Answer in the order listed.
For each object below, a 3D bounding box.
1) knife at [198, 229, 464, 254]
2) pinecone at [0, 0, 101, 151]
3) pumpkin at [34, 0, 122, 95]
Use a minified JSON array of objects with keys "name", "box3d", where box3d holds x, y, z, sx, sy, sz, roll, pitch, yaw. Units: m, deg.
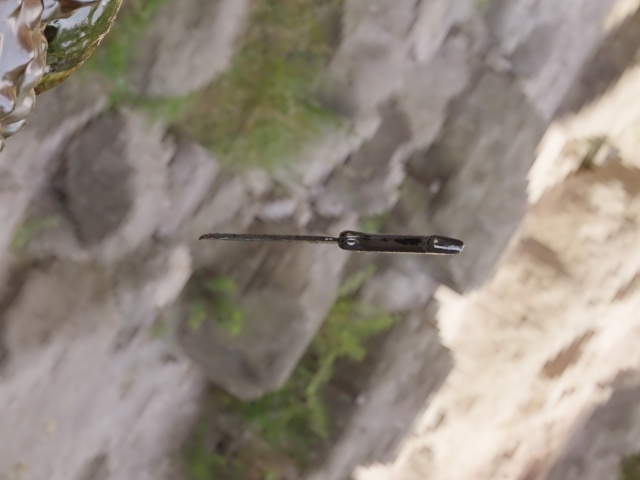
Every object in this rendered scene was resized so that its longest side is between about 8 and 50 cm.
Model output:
[{"name":"knife","box3d":[0.000,0.000,0.972,0.023,0.170,0.010,16,79,-48]},{"name":"pinecone","box3d":[-0.238,-0.109,0.817,0.296,0.242,0.298,-10,121,-27]},{"name":"pumpkin","box3d":[-0.273,-0.164,1.473,0.163,0.278,0.111,47,29,-79]}]
